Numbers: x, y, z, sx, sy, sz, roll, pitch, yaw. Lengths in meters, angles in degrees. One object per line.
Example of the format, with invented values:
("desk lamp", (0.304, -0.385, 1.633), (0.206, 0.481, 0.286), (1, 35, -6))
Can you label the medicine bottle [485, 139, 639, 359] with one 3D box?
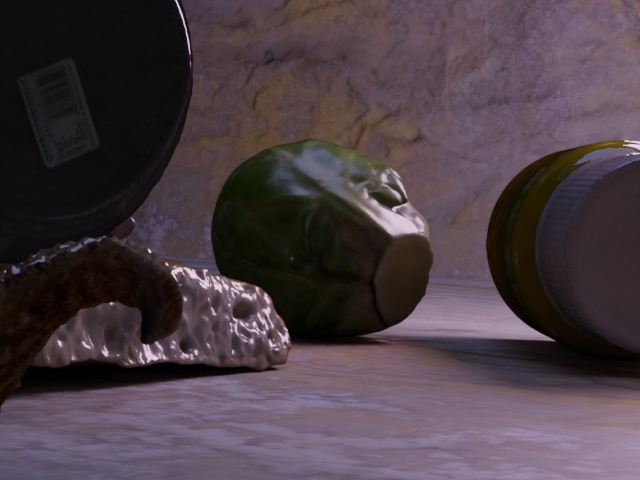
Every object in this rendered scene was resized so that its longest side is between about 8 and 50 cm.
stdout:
("medicine bottle", (0.302, 0.009, 1.535), (0.224, 0.224, 0.384), (3, 1, -3))

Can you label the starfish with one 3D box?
("starfish", (-0.203, 0.069, 0.583), (0.312, 0.113, 0.303), (-8, 3, -24))

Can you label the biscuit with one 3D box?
("biscuit", (-0.275, 0.046, 1.250), (0.446, 0.104, 0.429), (3, -1, 38))

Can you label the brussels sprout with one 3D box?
("brussels sprout", (0.000, 0.000, 1.629), (0.244, 0.244, 0.244), (3, 1, 0))

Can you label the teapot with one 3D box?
("teapot", (-0.254, -0.111, 1.085), (0.344, 0.253, 0.300), (13, -34, 53))
